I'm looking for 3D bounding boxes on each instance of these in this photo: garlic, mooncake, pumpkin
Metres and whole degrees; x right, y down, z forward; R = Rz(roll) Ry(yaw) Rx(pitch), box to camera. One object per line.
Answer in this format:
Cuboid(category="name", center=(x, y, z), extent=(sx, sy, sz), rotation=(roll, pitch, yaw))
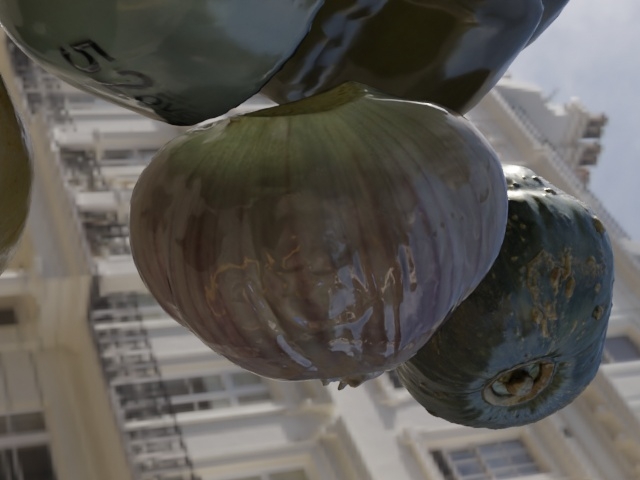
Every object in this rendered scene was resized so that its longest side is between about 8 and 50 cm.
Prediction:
Cuboid(category="garlic", center=(0.000, 0.000, 1.023), extent=(0.317, 0.317, 0.259), rotation=(-7, -75, 67))
Cuboid(category="mooncake", center=(0.050, -0.345, 1.297), extent=(0.262, 0.467, 0.467), rotation=(-45, -129, 46))
Cuboid(category="pumpkin", center=(0.216, 0.063, 1.402), extent=(0.327, 0.291, 0.257), rotation=(96, -21, -48))

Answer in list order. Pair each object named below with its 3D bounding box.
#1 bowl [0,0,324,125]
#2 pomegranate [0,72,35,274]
Cuboid(category="bowl", center=(-0.150, -0.268, 0.834), extent=(0.354, 0.185, 0.354), rotation=(-7, -100, 47))
Cuboid(category="pomegranate", center=(-0.342, -0.046, 0.763), extent=(0.307, 0.307, 0.307), rotation=(177, -90, -67))
